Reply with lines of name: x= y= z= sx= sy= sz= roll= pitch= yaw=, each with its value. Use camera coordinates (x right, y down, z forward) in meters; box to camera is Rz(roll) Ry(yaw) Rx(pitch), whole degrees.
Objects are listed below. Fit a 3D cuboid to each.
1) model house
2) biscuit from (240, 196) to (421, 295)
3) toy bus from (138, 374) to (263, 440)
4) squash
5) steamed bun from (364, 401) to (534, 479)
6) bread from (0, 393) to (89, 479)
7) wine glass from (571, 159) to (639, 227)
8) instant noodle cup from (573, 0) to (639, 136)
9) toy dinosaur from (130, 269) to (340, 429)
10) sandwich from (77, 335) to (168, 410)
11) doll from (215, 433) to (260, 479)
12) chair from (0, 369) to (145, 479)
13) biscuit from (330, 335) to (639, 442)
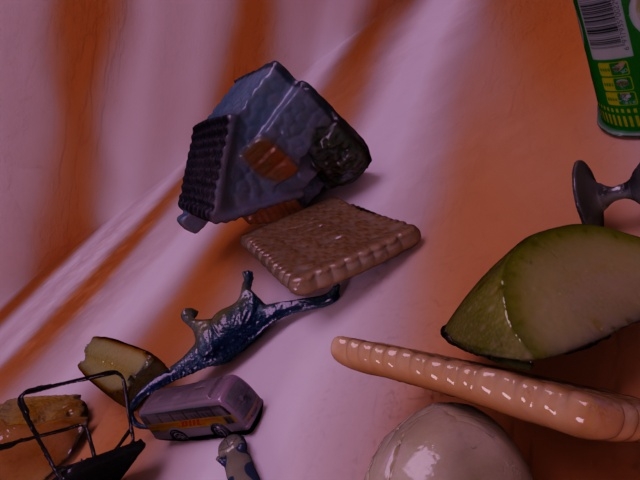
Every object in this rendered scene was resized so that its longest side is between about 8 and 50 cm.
model house: x=-0.138 y=-0.132 z=1.102 sx=0.339 sy=0.297 sz=0.360 roll=-49 pitch=25 yaw=-11
biscuit: x=0.000 y=0.000 z=0.885 sx=0.217 sy=0.044 sz=0.325 roll=-25 pitch=20 yaw=-16
toy bus: x=-0.159 y=0.222 z=0.702 sx=0.172 sy=0.072 sz=0.057 roll=-19 pitch=24 yaw=32
squash: x=0.190 y=0.033 z=0.479 sx=0.192 sy=0.085 sz=0.184 roll=-15 pitch=3 yaw=-18
steamed bun: x=0.094 y=0.175 z=0.376 sx=0.130 sy=0.112 sz=0.091 roll=-21 pitch=-6 yaw=-23
bread: x=-0.524 y=0.340 z=0.895 sx=0.252 sy=0.133 sz=0.174 roll=-42 pitch=23 yaw=-12
wine glass: x=0.359 y=-0.062 z=0.510 sx=0.202 sy=0.093 sz=0.093 roll=-13 pitch=33 yaw=42
instant noodle cup: x=0.410 y=-0.280 z=0.666 sx=0.207 sy=0.232 sz=0.207 roll=-30 pitch=24 yaw=15
toy dinosaur: x=-0.143 y=0.139 z=0.828 sx=0.363 sy=0.076 sz=0.147 roll=-32 pitch=35 yaw=-5
sandwich: x=-0.332 y=0.227 z=0.914 sx=0.245 sy=0.088 sz=0.090 roll=1 pitch=52 yaw=49
doll: x=-0.090 y=0.257 z=0.597 sx=0.037 sy=0.027 sz=0.125 roll=-33 pitch=23 yaw=-11
chair: x=-0.294 y=0.301 z=0.668 sx=0.145 sy=0.221 sz=0.140 roll=1 pitch=-46 yaw=-54
biscuit: x=0.136 y=0.115 z=0.428 sx=0.250 sy=0.160 sz=0.030 roll=0 pitch=76 yaw=52
